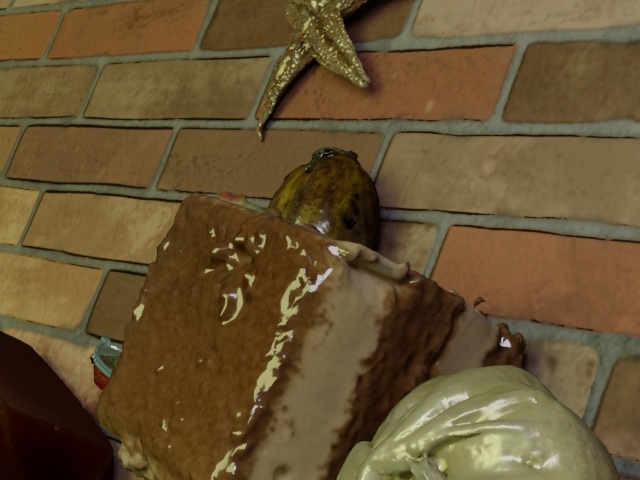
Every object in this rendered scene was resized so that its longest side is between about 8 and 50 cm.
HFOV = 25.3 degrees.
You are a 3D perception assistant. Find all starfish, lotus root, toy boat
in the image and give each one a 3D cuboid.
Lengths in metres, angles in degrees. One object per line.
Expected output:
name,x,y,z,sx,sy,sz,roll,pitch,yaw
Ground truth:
starfish,0.006,-0.243,1.639,0.231,0.048,0.295,27,91,55
lotus root,0.000,0.000,1.443,0.120,0.120,0.209,-5,61,46
toy boat,-0.208,0.150,1.609,0.173,0.069,0.058,24,99,52

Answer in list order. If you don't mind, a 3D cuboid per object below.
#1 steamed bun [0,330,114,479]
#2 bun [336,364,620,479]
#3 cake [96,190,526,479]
steamed bun,-0.418,0.251,1.641,0.248,0.235,0.379,-55,38,2
bun,0.094,0.200,1.023,0.259,0.160,0.259,-39,34,34
cake,-0.012,0.133,1.234,0.256,0.290,0.282,18,83,53
